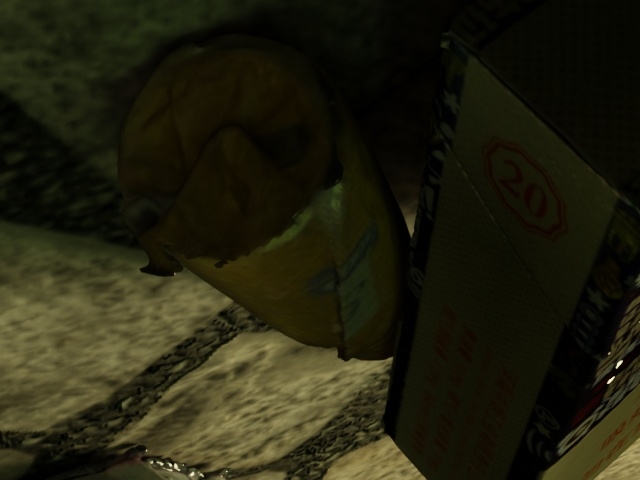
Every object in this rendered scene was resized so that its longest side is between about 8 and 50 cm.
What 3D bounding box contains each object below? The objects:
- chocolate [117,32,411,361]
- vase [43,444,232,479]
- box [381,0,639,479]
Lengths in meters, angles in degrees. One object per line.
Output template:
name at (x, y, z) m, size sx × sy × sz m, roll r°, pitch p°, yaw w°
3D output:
chocolate at (0.000, 0.000, 0.575) m, size 0.085 × 0.086 × 0.219 m, roll -26°, pitch 159°, yaw 7°
vase at (-0.080, 0.344, 0.743) m, size 0.250 × 0.445 × 0.250 m, roll -17°, pitch 153°, yaw -9°
box at (0.127, -0.017, 0.559) m, size 0.198 × 0.084 × 0.310 m, roll -37°, pitch 159°, yaw -18°
